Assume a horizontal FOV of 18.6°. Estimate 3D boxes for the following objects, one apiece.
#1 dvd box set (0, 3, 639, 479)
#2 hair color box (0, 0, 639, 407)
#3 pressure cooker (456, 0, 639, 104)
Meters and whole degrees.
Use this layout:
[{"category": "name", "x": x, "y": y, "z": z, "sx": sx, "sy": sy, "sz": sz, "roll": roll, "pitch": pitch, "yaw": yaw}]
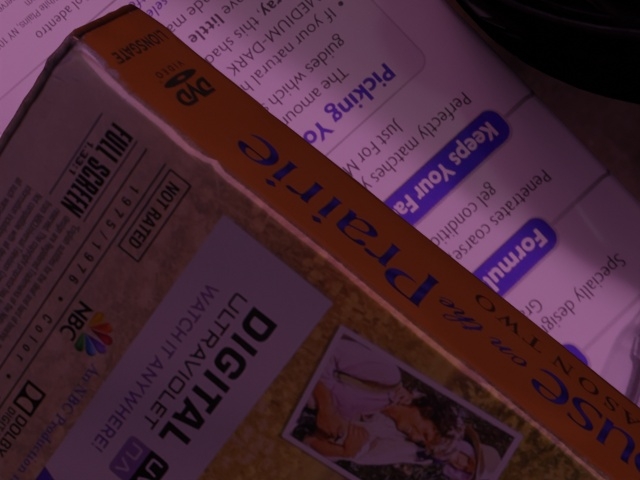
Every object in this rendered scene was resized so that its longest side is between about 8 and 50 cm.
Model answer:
[{"category": "dvd box set", "x": 0.014, "y": 0.166, "z": 0.663, "sx": 0.420, "sy": 0.062, "sz": 0.307, "roll": 38, "pitch": 118, "yaw": 4}, {"category": "hair color box", "x": 0.000, "y": 0.000, "z": 0.765, "sx": 0.185, "sy": 0.110, "sz": 0.339, "roll": -42, "pitch": 83, "yaw": -12}, {"category": "pressure cooker", "x": 0.224, "y": -0.217, "z": 0.702, "sx": 0.375, "sy": 0.370, "sz": 0.420, "roll": 33, "pitch": 73, "yaw": 7}]
